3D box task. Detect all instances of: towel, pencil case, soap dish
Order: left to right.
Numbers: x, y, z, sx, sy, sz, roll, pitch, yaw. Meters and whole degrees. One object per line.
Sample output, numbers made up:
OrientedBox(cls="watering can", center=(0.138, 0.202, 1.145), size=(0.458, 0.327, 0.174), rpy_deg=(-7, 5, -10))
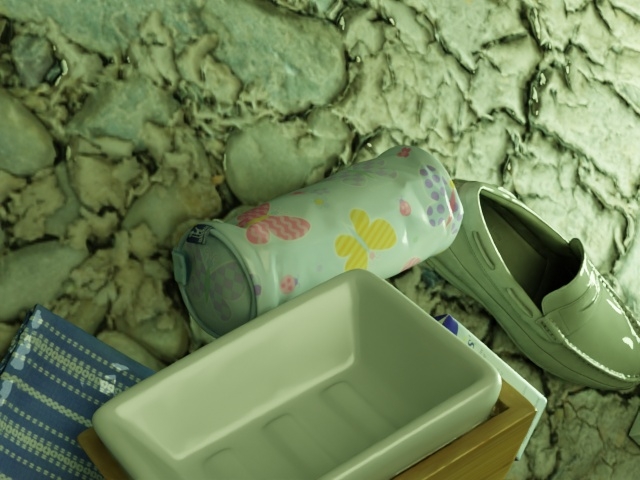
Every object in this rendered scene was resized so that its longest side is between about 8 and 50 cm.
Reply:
OrientedBox(cls="towel", center=(-0.197, 0.247, 1.161), size=(0.243, 0.040, 0.336), rpy_deg=(33, 62, -24))
OrientedBox(cls="soap dish", center=(-0.011, 0.161, 1.134), size=(0.291, 0.229, 0.118), rpy_deg=(-28, 128, -20))
OrientedBox(cls="pencil case", center=(0.000, 0.000, 1.311), size=(0.273, 0.124, 0.113), rpy_deg=(-22, 108, -36))

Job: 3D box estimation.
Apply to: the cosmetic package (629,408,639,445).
OrientedBox(cls="cosmetic package", center=(0.543, 0.236, 1.602), size=(0.385, 0.156, 0.217), rpy_deg=(43, 58, -17))

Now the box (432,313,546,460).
OrientedBox(cls="box", center=(0.113, 0.142, 1.346), size=(0.137, 0.126, 0.072), rpy_deg=(41, 60, -19))

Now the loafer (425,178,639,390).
OrientedBox(cls="loafer", center=(0.229, 0.049, 1.457), size=(0.319, 0.111, 0.112), rpy_deg=(35, 61, -23))
